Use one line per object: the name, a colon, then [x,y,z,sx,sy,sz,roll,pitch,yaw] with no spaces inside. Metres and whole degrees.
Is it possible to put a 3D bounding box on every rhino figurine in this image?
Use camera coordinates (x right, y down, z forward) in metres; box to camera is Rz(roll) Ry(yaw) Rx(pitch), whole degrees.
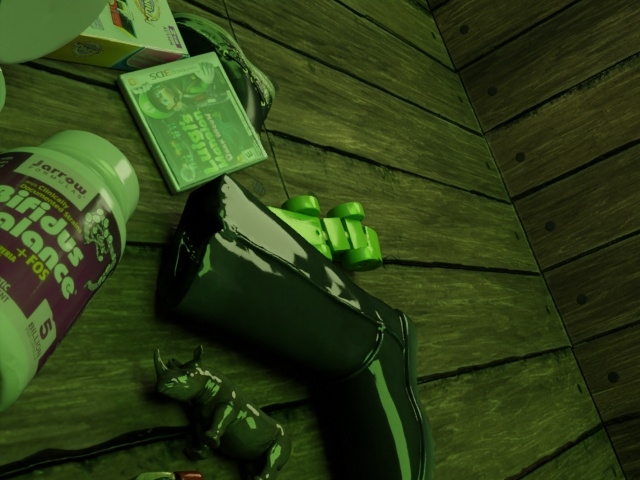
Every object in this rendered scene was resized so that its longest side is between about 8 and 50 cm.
rhino figurine: [-0.124,0.217,0.943,0.243,0.073,0.106,50,35,-19]

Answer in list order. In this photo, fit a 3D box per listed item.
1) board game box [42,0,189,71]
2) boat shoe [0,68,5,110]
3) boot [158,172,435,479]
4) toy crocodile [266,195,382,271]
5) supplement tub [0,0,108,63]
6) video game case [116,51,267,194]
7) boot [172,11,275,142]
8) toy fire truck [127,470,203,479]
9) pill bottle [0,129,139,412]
board game box: [-0.346,-0.366,1.078,0.316,0.064,0.242,-8,73,-60]
boat shoe: [-0.413,-0.195,0.686,0.267,0.088,0.096,36,63,-31]
boot: [-0.027,0.158,1.072,0.445,0.146,0.367,40,32,-37]
toy crocodile: [0.000,0.000,1.314,0.341,0.105,0.115,5,62,-52]
supplement tub: [-0.372,-0.350,0.829,0.272,0.191,0.191,53,29,2]
video game case: [-0.189,-0.181,1.153,0.173,0.022,0.190,-26,89,-36]
boot: [-0.169,-0.245,1.249,0.236,0.085,0.178,38,40,-35]
toy fire truck: [-0.112,0.358,0.797,0.246,0.158,0.217,12,55,-42]
pill bottle: [-0.293,0.012,0.741,0.169,0.169,0.301,51,31,-20]
